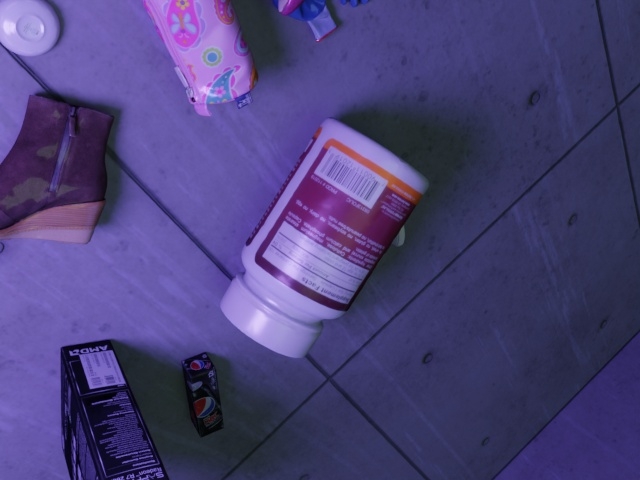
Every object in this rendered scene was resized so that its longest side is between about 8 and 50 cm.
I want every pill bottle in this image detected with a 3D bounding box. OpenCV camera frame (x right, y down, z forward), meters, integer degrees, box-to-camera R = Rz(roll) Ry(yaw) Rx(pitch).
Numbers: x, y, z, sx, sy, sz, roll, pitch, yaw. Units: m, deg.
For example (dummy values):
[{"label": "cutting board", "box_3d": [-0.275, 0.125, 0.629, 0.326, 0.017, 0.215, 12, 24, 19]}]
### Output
[{"label": "pill bottle", "box_3d": [0.000, 0.000, 1.129, 0.224, 0.224, 0.392, 27, 99, -41]}]

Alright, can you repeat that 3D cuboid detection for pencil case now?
[{"label": "pencil case", "box_3d": [-0.186, -0.322, 0.884, 0.124, 0.124, 0.284, -33, 131, -14]}]

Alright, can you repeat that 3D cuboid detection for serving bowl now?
[{"label": "serving bowl", "box_3d": [-0.388, -0.284, 0.831, 0.083, 0.027, 0.083, -17, 125, -26]}]

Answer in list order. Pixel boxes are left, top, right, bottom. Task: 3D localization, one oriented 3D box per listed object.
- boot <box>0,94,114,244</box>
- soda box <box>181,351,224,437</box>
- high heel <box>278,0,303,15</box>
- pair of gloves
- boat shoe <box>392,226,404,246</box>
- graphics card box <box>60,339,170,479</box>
[{"label": "boot", "box_3d": [-0.429, -0.105, 0.890, 0.249, 0.090, 0.206, 5, 101, -35]}, {"label": "soda box", "box_3d": [-0.235, 0.311, 1.257, 0.053, 0.060, 0.168, -17, 124, -24]}, {"label": "high heel", "box_3d": [0.028, -0.433, 0.965, 0.117, 0.082, 0.243, 29, 82, -29]}, {"label": "pair of gloves", "box_3d": [0.009, -0.427, 1.023, 0.198, 0.023, 0.159, -42, 130, -8]}, {"label": "boat shoe", "box_3d": [0.129, -0.059, 1.292, 0.063, 0.066, 0.184, -21, 129, -6]}, {"label": "graphics card box", "box_3d": [-0.341, 0.357, 1.006, 0.094, 0.371, 0.232, -6, 118, -31]}]
